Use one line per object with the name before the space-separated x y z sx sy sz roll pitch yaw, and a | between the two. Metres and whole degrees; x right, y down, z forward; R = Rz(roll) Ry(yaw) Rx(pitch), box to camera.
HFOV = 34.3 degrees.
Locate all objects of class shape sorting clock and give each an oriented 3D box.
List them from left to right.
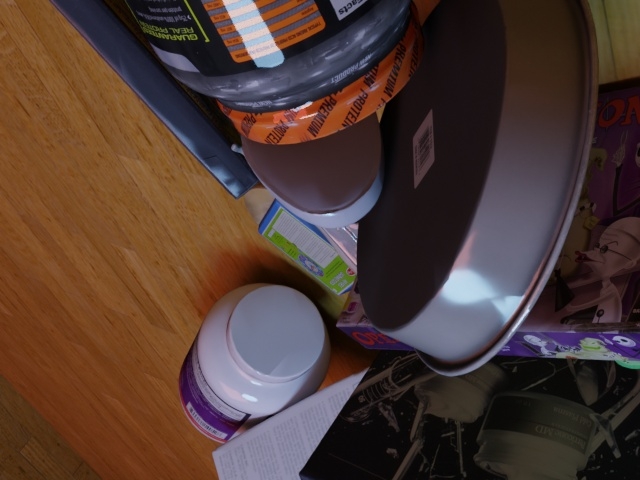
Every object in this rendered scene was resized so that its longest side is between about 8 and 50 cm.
shape sorting clock | 0.000 0.000 1.211 0.206 0.040 0.206 34 162 13

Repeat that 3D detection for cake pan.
cake pan | 0.095 -0.054 0.730 0.054 0.293 0.293 14 158 -15

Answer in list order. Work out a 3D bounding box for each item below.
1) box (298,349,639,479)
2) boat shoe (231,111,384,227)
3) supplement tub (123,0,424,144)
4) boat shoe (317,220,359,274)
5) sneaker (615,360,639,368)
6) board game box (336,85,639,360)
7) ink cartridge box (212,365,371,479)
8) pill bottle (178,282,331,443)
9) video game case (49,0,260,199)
box | 0.217 0.203 0.980 0.343 0.312 0.179 18 149 32
boat shoe | -0.028 -0.107 0.882 0.306 0.113 0.105 53 174 38
supplement tub | -0.061 -0.241 0.688 0.207 0.207 0.338 12 144 40
boat shoe | 0.048 -0.021 1.075 0.227 0.079 0.081 42 158 -5
sneaker | 0.266 0.041 0.810 0.123 0.109 0.295 51 180 -16
board game box | 0.166 -0.012 0.802 0.056 0.208 0.347 39 155 -28
ink cartridge box | 0.063 0.329 1.275 0.385 0.308 0.091 -32 152 25
pill bottle | -0.093 0.171 1.451 0.181 0.181 0.323 36 154 0
video game case | -0.166 -0.183 0.959 0.275 0.035 0.248 48 -172 -23
